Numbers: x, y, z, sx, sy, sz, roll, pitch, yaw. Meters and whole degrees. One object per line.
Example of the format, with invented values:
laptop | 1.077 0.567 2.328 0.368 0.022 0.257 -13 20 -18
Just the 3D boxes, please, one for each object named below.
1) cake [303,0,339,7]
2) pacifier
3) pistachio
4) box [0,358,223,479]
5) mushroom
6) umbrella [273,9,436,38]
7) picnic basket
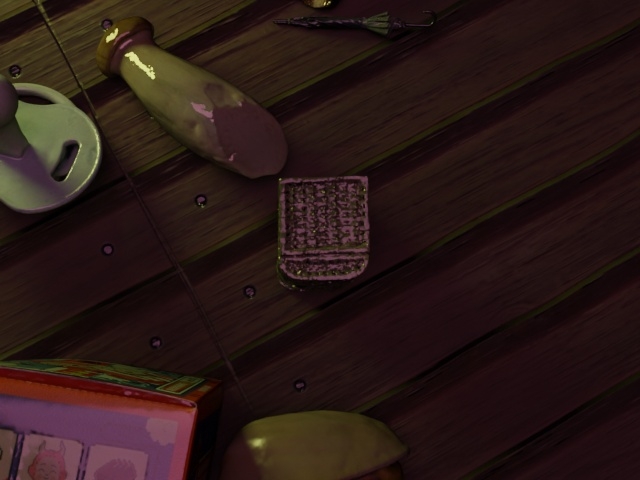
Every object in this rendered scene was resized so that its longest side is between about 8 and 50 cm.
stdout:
cake | 0.027 -0.513 1.331 0.112 0.135 0.246 19 112 13
pacifier | -0.466 -0.172 1.185 0.287 0.226 0.238 18 64 0
pistachio | -0.007 0.329 1.140 0.288 0.197 0.166 -3 86 -13
box | -0.312 0.295 1.060 0.318 0.349 0.257 8 82 1
mushroom | -0.201 -0.218 1.247 0.350 0.128 0.128 40 83 8
umbrella | 0.056 -0.351 1.316 0.269 0.044 0.044 -1 120 5
picnic basket | 0.000 0.000 1.185 0.134 0.196 0.154 -2 82 -4
